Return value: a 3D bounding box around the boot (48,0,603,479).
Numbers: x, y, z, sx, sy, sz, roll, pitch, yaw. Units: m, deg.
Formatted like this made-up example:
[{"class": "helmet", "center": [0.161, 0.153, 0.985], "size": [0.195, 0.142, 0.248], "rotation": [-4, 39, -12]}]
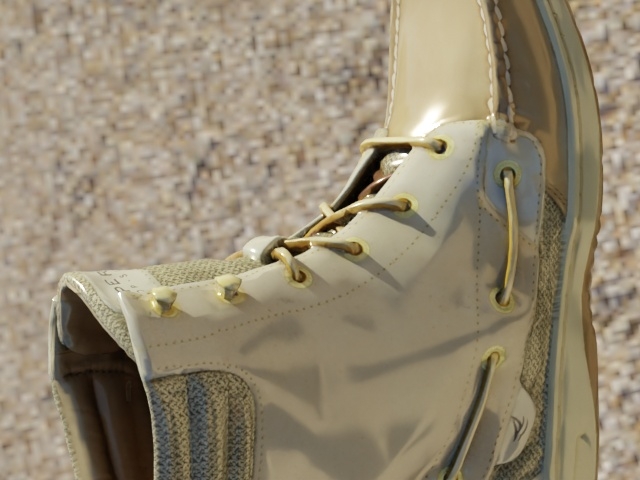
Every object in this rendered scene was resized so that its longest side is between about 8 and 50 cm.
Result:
[{"class": "boot", "center": [0.000, 0.000, 0.724], "size": [0.095, 0.203, 0.262], "rotation": [-4, 88, 61]}]
